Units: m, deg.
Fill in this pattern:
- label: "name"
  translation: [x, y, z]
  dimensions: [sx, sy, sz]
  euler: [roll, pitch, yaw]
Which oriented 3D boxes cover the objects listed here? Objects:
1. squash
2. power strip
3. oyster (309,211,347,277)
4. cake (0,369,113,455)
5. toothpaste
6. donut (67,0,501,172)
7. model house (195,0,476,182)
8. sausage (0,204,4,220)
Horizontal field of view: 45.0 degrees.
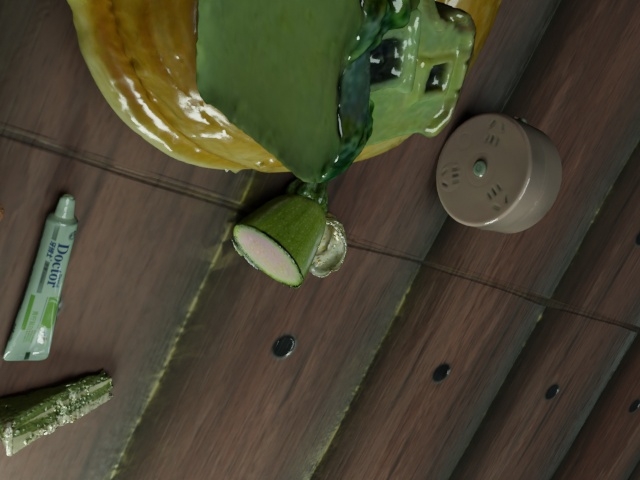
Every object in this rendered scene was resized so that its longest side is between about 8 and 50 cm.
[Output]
- label: "squash"
  translation: [-0.026, -0.025, 0.911]
  dimensions: [0.132, 0.105, 0.105]
  euler: [-51, 135, -26]
- label: "power strip"
  translation: [0.229, -0.088, 1.000]
  dimensions: [0.078, 0.154, 0.154]
  euler: [10, 109, -40]
- label: "oyster"
  translation: [0.000, 0.000, 0.980]
  dimensions: [0.081, 0.038, 0.083]
  euler: [34, 123, -18]
- label: "cake"
  translation: [-0.301, 0.183, 0.864]
  dimensions: [0.140, 0.055, 0.051]
  euler: [-24, 127, -45]
- label: "toothpaste"
  translation: [-0.282, 0.042, 0.794]
  dimensions: [0.048, 0.029, 0.197]
  euler: [7, 114, -37]
- label: "donut"
  translation: [-0.010, -0.253, 0.708]
  dimensions: [0.449, 0.198, 0.449]
  euler: [-18, 126, -26]
- label: "model house"
  translation: [0.035, -0.176, 0.533]
  dimensions: [0.189, 0.195, 0.214]
  euler: [-18, 128, -34]
- label: "sausage"
  translation: [-0.334, -0.008, 0.724]
  dimensions: [0.083, 0.034, 0.034]
  euler: [-45, 132, -7]
